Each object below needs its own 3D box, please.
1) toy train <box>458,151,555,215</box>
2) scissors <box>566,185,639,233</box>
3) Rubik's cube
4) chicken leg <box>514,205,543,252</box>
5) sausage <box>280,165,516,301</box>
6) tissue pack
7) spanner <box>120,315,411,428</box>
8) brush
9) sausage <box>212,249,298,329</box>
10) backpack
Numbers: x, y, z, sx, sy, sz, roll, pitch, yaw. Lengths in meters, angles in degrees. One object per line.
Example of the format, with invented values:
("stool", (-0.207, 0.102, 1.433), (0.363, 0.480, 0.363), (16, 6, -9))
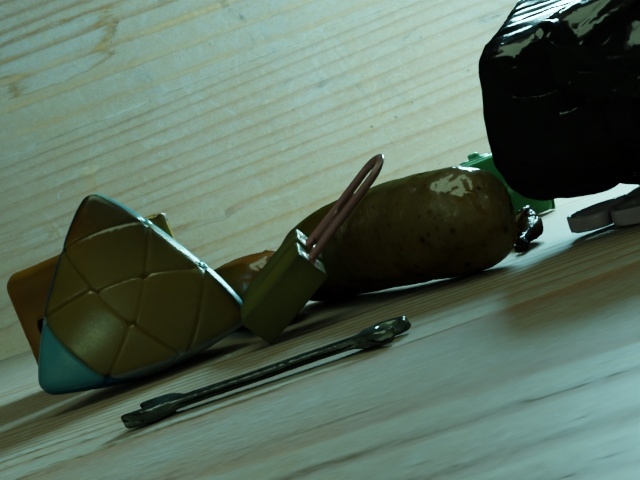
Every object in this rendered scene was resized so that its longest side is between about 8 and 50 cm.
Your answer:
("toy train", (0.204, -0.057, 1.632), (0.300, 0.120, 0.202), (-20, 4, -9))
("scissors", (0.372, -0.056, 1.136), (0.242, 0.031, 0.118), (-24, 8, -39))
("Rubik's cube", (-0.190, 0.088, 1.279), (0.254, 0.255, 0.254), (-20, 2, 1))
("chicken leg", (0.233, -0.010, 1.218), (0.062, 0.037, 0.145), (-42, 2, -2))
("sausage", (0.057, 0.003, 1.265), (0.136, 0.123, 0.500), (-5, -6, -27))
("tissue pack", (-0.316, 0.096, 1.522), (0.145, 0.195, 0.274), (-27, 5, -41))
("spanner", (-0.046, 0.110, 0.871), (0.254, 0.015, 0.054), (-20, 1, 8))
("brush", (0.000, 0.000, 1.150), (0.233, 0.047, 0.103), (-51, 13, 10))
("sausage", (-0.105, 0.071, 1.412), (0.093, 0.097, 0.348), (-12, -1, -19))
("backpack", (0.393, -0.196, 1.097), (0.445, 0.255, 0.363), (-4, 23, 18))
